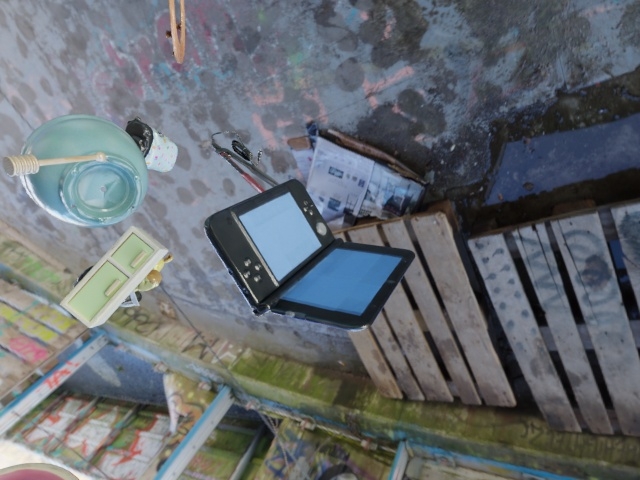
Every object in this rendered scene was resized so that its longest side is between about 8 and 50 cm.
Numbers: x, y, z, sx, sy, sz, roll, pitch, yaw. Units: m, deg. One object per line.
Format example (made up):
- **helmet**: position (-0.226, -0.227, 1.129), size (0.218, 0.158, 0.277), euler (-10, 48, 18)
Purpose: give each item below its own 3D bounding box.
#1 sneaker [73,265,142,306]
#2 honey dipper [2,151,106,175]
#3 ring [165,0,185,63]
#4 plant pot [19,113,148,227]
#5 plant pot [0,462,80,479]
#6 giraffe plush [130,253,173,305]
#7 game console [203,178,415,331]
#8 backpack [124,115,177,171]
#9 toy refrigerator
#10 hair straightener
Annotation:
- **sneaker**: position (-0.728, 0.155, 1.437), size (0.228, 0.087, 0.130), euler (31, 113, -32)
- **honey dipper**: position (-0.428, -0.130, 0.669), size (0.031, 0.161, 0.030), euler (7, 108, 24)
- **ring**: position (-0.468, -0.749, 1.299), size (0.032, 0.336, 0.336), euler (0, 131, -13)
- **plant pot**: position (-0.566, -0.152, 1.022), size (0.196, 0.293, 0.292), euler (31, 139, 42)
- **plant pot**: position (-0.282, 0.317, 0.374), size (0.202, 0.201, 0.180), euler (26, 121, 13)
- **giraffe plush**: position (-0.588, 0.085, 1.358), size (0.182, 0.170, 0.210), euler (14, 122, 5)
- **game console**: position (0.000, 0.000, 0.695), size (0.174, 0.293, 0.250), euler (-27, 96, 33)
- **backpack**: position (-0.540, -0.285, 1.281), size (0.115, 0.182, 0.151), euler (29, 93, 8)
- **toy refrigerator**: position (-0.550, 0.095, 1.093), size (0.102, 0.269, 0.094), euler (41, 173, -2)
- **hair straightener**: position (-0.191, -0.209, 1.071), size (0.230, 0.089, 0.047), euler (40, 167, -1)
